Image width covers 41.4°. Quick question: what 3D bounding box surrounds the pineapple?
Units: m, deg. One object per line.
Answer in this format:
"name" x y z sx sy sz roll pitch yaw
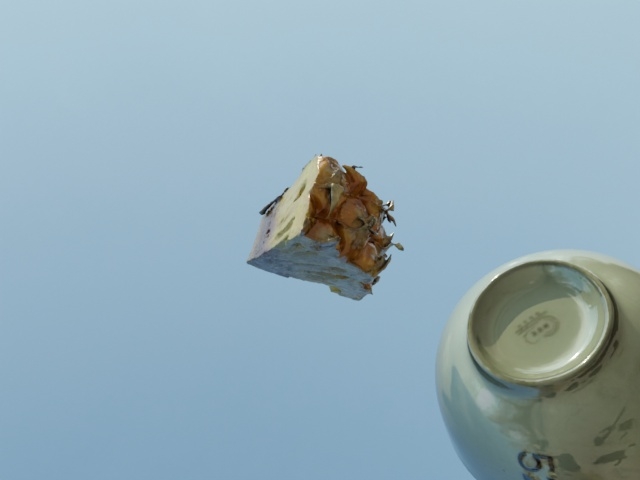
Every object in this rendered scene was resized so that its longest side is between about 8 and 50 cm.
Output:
"pineapple" 0.000 0.000 1.043 0.236 0.186 0.115 70 -147 -54

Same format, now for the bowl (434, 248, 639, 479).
"bowl" 0.292 0.144 1.051 0.185 0.353 0.354 52 -130 -45
